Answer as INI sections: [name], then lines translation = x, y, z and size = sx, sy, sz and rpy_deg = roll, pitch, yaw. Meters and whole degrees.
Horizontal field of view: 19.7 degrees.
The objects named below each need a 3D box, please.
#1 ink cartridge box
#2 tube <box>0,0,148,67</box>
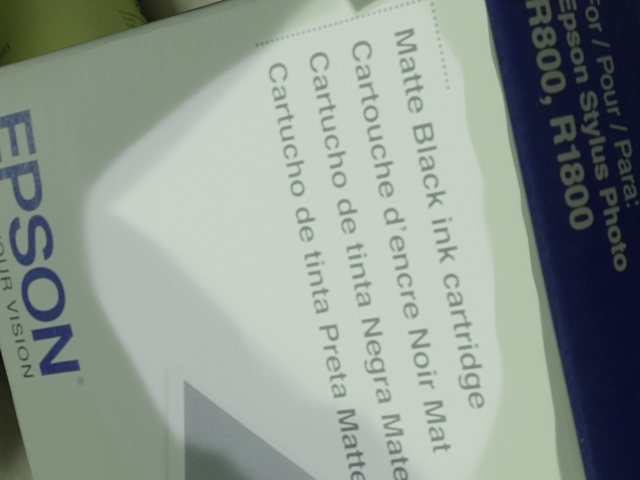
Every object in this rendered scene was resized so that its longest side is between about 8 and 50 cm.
[ink cartridge box]
translation = 0.026, 0.049, 0.406
size = 0.224, 0.045, 0.223
rpy_deg = -12, 92, 36
[tube]
translation = -0.058, -0.014, 0.580
size = 0.062, 0.070, 0.240
rpy_deg = -41, 64, 24
